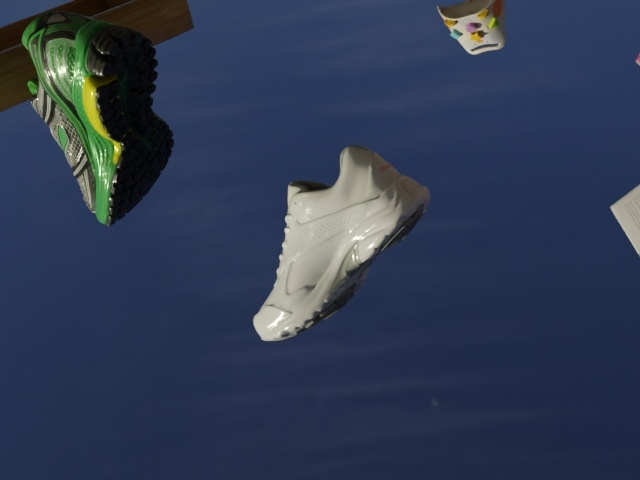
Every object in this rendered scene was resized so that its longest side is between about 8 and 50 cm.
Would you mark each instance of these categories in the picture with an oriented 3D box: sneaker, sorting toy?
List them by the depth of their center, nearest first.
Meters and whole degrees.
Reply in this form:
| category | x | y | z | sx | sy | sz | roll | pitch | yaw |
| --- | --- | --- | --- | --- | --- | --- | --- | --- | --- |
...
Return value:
| category | x | y | z | sx | sy | sz | roll | pitch | yaw |
| --- | --- | --- | --- | --- | --- | --- | --- | --- | --- |
| sneaker | 0.000 | 0.000 | 1.001 | 0.115 | 0.232 | 0.090 | 47 | -156 | 13 |
| sneaker | -0.277 | -0.153 | 1.288 | 0.146 | 0.344 | 0.134 | 28 | -125 | 16 |
| sorting toy | 0.197 | -0.265 | 1.293 | 0.083 | 0.075 | 0.045 | -10 | -130 | 27 |

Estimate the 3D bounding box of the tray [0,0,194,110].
| category | x | y | z | sx | sy | sz | roll | pitch | yaw |
| --- | --- | --- | --- | --- | --- | --- | --- | --- | --- |
| tray | -0.394 | -0.251 | 1.406 | 0.202 | 0.076 | 0.411 | 11 | -147 | 45 |

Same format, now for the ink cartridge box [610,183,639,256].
| category | x | y | z | sx | sy | sz | roll | pitch | yaw |
| --- | --- | --- | --- | --- | --- | --- | --- | --- | --- |
| ink cartridge box | 0.466 | -0.034 | 1.164 | 0.219 | 0.092 | 0.160 | -40 | -131 | 26 |

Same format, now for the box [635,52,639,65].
| category | x | y | z | sx | sy | sz | roll | pitch | yaw |
| --- | --- | --- | --- | --- | --- | --- | --- | --- | --- |
| box | 0.416 | -0.194 | 0.875 | 0.256 | 0.123 | 0.128 | -26 | -119 | -24 |
